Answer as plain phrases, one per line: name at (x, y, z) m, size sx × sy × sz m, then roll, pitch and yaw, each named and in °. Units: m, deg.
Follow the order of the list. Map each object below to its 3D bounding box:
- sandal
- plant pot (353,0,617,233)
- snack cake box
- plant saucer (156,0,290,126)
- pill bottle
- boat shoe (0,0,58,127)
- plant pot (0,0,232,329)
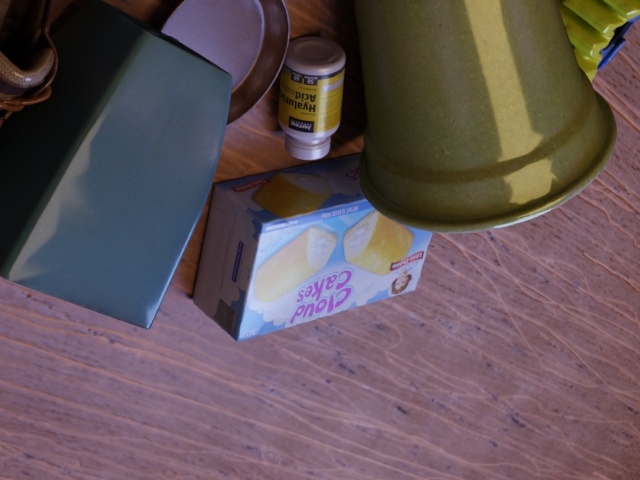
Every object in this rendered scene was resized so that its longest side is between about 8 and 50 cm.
sandal at (0.323, -0.280, 1.792) m, size 0.317 × 0.126 × 0.138 m, roll -46°, pitch 179°, yaw 31°
plant pot at (0.145, -0.191, 1.625) m, size 0.276 × 0.276 × 0.254 m, roll -34°, pitch 129°, yaw -22°
snack cake box at (0.000, 0.000, 1.748) m, size 0.264 × 0.089 × 0.152 m, roll -15°, pitch 129°, yaw -38°
plant saucer at (-0.103, -0.181, 1.539) m, size 0.168 × 0.029 × 0.168 m, roll -28°, pitch 137°, yaw -29°
pill bottle at (-0.010, -0.143, 1.637) m, size 0.065 × 0.065 × 0.116 m, roll -24°, pitch 135°, yaw -31°
boat shoe at (-0.276, -0.155, 1.300) m, size 0.123 × 0.123 × 0.342 m, roll 4°, pitch 117°, yaw -48°
plant pot at (-0.194, -0.078, 1.410) m, size 0.165 × 0.165 × 0.234 m, roll 23°, pitch 98°, yaw -41°
